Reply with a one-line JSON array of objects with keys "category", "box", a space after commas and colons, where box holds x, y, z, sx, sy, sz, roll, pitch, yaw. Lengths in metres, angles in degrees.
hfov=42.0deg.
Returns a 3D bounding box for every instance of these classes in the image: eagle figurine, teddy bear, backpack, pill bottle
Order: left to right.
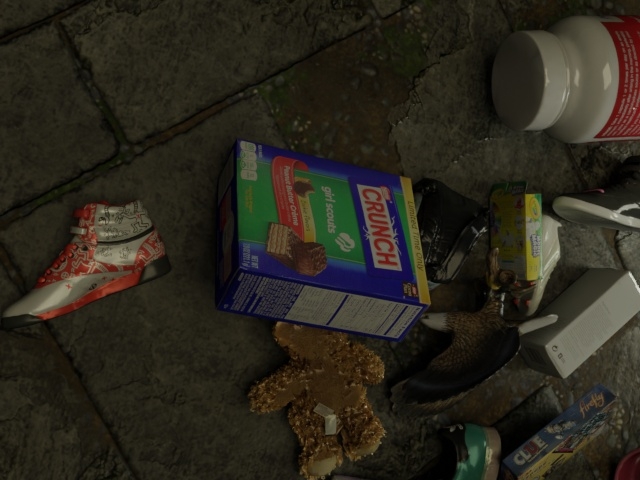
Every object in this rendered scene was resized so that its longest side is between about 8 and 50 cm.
[{"category": "teddy bear", "box": [0.001, 0.246, 1.425, 0.245, 0.113, 0.338, -35, 110, -8]}, {"category": "backpack", "box": [0.199, 0.001, 1.466, 0.152, 0.115, 0.182, 24, 70, -8]}, {"category": "eagle figurine", "box": [0.253, 0.187, 1.459, 0.226, 0.225, 0.298, 38, 67, -37]}, {"category": "pill bottle", "box": [0.531, -0.294, 1.521, 0.407, 0.229, 0.229, -5, 93, -20]}]

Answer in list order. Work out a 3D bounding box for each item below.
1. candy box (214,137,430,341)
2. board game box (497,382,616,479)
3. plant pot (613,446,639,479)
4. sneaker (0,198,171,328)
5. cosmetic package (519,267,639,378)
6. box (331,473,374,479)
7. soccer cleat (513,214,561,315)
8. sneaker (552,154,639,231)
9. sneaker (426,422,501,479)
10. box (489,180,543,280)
[{"category": "candy box", "box": [0.000, 0.000, 1.333, 0.317, 0.122, 0.268, 12, 49, -21]}, {"category": "board game box", "box": [0.434, 0.381, 1.547, 0.243, 0.165, 0.042, -32, 58, -16]}, {"category": "plant pot", "box": [0.714, 0.486, 1.634, 0.180, 0.201, 0.201, -5, 93, -35]}, {"category": "sneaker", "box": [-0.377, 0.028, 1.284, 0.270, 0.090, 0.145, -22, 97, -21]}, {"category": "cosmetic package", "box": [0.489, 0.152, 1.578, 0.231, 0.117, 0.085, -36, 103, -14]}, {"category": "box", "box": [0.171, 0.464, 1.428, 0.324, 0.063, 0.067, 8, 95, 6]}, {"category": "soccer cleat", "box": [0.417, 0.049, 1.577, 0.076, 0.068, 0.196, 12, 85, -22]}, {"category": "sneaker", "box": [0.570, -0.100, 1.611, 0.295, 0.104, 0.147, 8, 87, -25]}, {"category": "sneaker", "box": [0.239, 0.480, 1.509, 0.121, 0.108, 0.302, 11, 83, -14]}, {"category": "box", "box": [0.358, -0.019, 1.531, 0.043, 0.105, 0.179, -4, 92, -27]}]
